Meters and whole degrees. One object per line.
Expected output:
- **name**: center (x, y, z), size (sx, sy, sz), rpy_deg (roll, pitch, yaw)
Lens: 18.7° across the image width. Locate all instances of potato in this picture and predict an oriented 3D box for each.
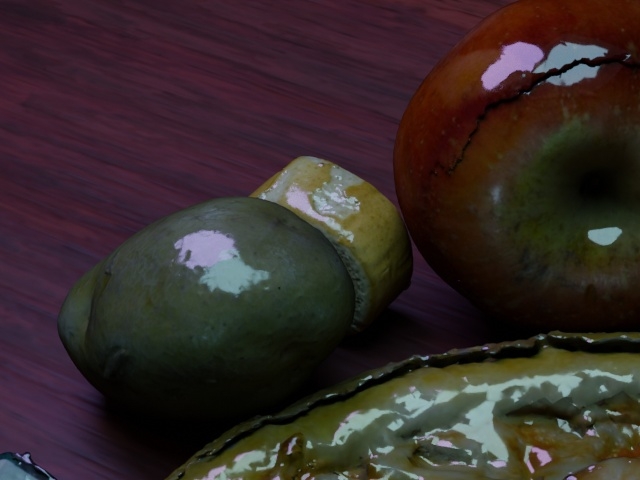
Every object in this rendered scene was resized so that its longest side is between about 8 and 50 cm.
- **potato**: center (-0.082, 0.050, 1.373), size (0.235, 0.178, 0.160), rpy_deg (-17, 68, 35)

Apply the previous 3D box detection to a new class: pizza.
- **pizza**: center (0.073, 0.189, 1.264), size (0.392, 0.080, 0.435), rpy_deg (9, 42, 18)

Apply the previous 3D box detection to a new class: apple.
- **apple**: center (0.190, -0.062, 1.417), size (0.272, 0.252, 0.206), rpy_deg (-22, 24, 8)

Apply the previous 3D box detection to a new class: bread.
- **bread**: center (0.000, 0.000, 1.464), size (0.149, 0.122, 0.073), rpy_deg (24, 46, 30)

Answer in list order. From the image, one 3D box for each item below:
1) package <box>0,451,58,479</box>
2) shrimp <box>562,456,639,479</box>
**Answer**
- **package**: center (-0.170, 0.243, 1.229), size (0.232, 0.040, 0.166), rpy_deg (27, 77, 30)
- **shrimp**: center (0.190, 0.216, 1.132), size (0.133, 0.053, 0.236), rpy_deg (-2, 42, -10)
